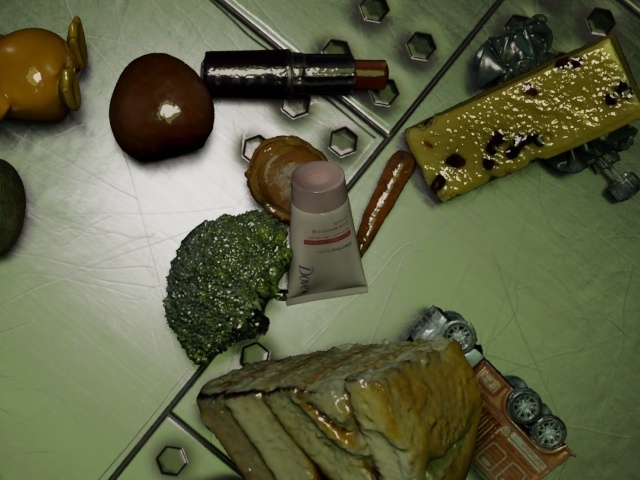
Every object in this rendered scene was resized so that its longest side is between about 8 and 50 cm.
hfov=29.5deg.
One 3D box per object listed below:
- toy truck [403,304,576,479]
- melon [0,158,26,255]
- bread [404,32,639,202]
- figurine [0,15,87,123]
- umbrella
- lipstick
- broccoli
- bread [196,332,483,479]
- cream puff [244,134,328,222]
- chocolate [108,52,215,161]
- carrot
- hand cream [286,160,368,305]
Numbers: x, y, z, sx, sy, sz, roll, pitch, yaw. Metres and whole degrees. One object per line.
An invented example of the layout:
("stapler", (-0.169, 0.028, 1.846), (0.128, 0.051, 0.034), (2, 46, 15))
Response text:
("toy truck", (0.239, 0.253, 1.885), (0.162, 0.136, 0.305), (-43, 92, 2))
("melon", (-0.508, -0.056, 1.853), (0.114, 0.114, 0.167), (3, 87, -5))
("bread", (0.312, -0.183, 1.887), (0.361, 0.077, 0.138), (-24, 95, 20))
("figurine", (-0.476, -0.250, 1.847), (0.228, 0.215, 0.215), (14, 84, -16))
("umbrella", (0.394, -0.201, 1.952), (0.349, 0.143, 0.094), (51, 38, -7))
("lipstick", (-0.041, -0.265, 1.931), (0.300, 0.081, 0.081), (-1, 85, -5))
("broccoli", (-0.141, 0.073, 1.850), (0.176, 0.198, 0.226), (-26, 120, -39))
("bread", (0.027, 0.297, 1.772), (0.395, 0.239, 0.264), (-12, 99, 34))
("cream puff", (-0.052, -0.099, 1.900), (0.126, 0.103, 0.144), (-45, 118, -5))
("chocolate", (-0.248, -0.209, 1.867), (0.177, 0.177, 0.177), (0, 85, -5))
("carrot", (0.096, -0.058, 1.942), (0.047, 0.047, 0.191), (29, 84, -2))
("hand cream", (0.000, 0.000, 1.866), (0.133, 0.083, 0.248), (-9, 128, -3))
